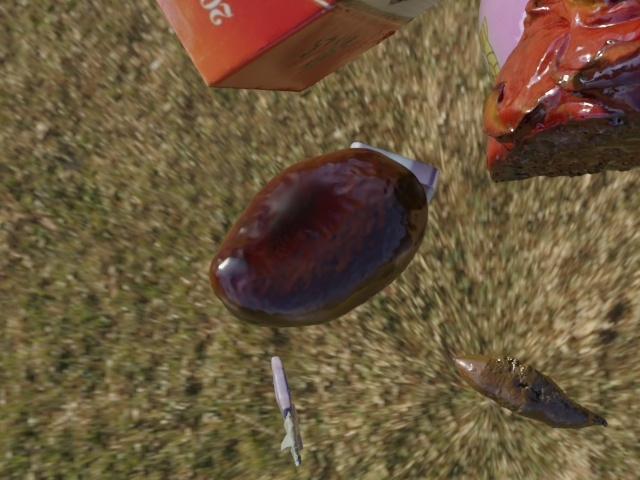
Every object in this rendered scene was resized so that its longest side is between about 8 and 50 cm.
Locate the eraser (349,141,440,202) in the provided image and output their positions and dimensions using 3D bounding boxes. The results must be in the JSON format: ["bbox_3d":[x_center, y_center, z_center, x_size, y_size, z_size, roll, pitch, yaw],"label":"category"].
[{"bbox_3d":[0.078,-0.075,1.672,0.105,0.065,0.026,18,69,-1],"label":"eraser"}]

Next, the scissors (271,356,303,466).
[{"bbox_3d":[-0.033,0.197,1.583,0.021,0.212,0.110,-15,103,1],"label":"scissors"}]

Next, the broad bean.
[{"bbox_3d":[0.000,0.000,1.075,0.165,0.084,0.114,-43,89,-5],"label":"broad bean"}]

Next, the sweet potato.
[{"bbox_3d":[0.255,0.185,1.812,0.206,0.060,0.068,27,120,-6],"label":"sweet potato"}]

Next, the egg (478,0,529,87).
[{"bbox_3d":[0.267,-0.211,1.584,0.196,0.271,0.196,-4,125,-6],"label":"egg"}]

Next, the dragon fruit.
[{"bbox_3d":[0.242,-0.169,1.140,0.317,0.152,0.205,-8,74,30],"label":"dragon fruit"}]

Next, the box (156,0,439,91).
[{"bbox_3d":[0.031,-0.103,0.462,0.152,0.100,0.048,-34,83,14],"label":"box"}]
